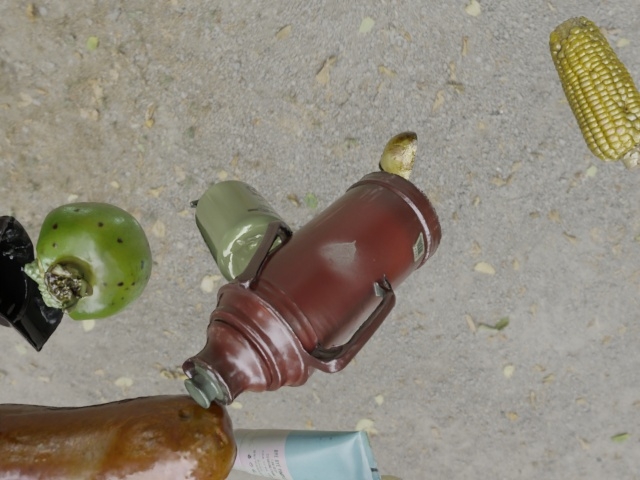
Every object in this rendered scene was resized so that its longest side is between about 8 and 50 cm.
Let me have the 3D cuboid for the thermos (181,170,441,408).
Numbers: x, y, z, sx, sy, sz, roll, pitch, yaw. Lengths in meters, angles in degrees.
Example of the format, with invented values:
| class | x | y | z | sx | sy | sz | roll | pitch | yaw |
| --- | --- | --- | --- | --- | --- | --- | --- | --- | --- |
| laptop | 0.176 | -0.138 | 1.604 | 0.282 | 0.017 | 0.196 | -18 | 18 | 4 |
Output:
| class | x | y | z | sx | sy | sz | roll | pitch | yaw |
| --- | --- | --- | --- | --- | --- | --- | --- | --- | --- |
| thermos | -0.003 | 0.040 | 0.390 | 0.124 | 0.232 | 0.099 | 16 | 132 | 37 |

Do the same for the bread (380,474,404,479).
| class | x | y | z | sx | sy | sz | roll | pitch | yaw |
| --- | --- | --- | --- | --- | --- | --- | --- | --- | --- |
| bread | 0.131 | 0.452 | 0.691 | 0.251 | 0.182 | 0.039 | 42 | 138 | 21 |

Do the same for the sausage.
| class | x | y | z | sx | sy | sz | roll | pitch | yaw |
| --- | --- | --- | --- | --- | --- | --- | --- | --- | --- |
| sausage | -0.210 | 0.146 | 0.359 | 0.302 | 0.076 | 0.103 | 6 | 131 | -4 |

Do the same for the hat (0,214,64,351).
| class | x | y | z | sx | sy | sz | roll | pitch | yaw |
| --- | --- | --- | --- | --- | --- | --- | --- | --- | --- |
| hat | -0.779 | 0.124 | 1.215 | 0.209 | 0.238 | 0.336 | -12 | 113 | 1 |

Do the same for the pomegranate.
| class | x | y | z | sx | sy | sz | roll | pitch | yaw |
| --- | --- | --- | --- | --- | --- | --- | --- | --- | --- |
| pomegranate | -0.489 | 0.053 | 1.091 | 0.260 | 0.341 | 0.260 | -4 | 108 | -13 |

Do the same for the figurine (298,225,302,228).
| class | x | y | z | sx | sy | sz | roll | pitch | yaw |
| --- | --- | --- | --- | --- | --- | --- | --- | --- | --- |
| figurine | 0.004 | 0.004 | 1.479 | 0.178 | 0.144 | 0.114 | -43 | 117 | 2 |

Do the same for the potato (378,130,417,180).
| class | x | y | z | sx | sy | sz | roll | pitch | yaw |
| --- | --- | --- | --- | --- | --- | --- | --- | --- | --- |
| potato | 0.173 | -0.200 | 1.150 | 0.066 | 0.096 | 0.103 | 1 | 134 | -9 |

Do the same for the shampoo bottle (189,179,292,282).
| class | x | y | z | sx | sy | sz | roll | pitch | yaw |
| --- | --- | --- | --- | --- | --- | --- | --- | --- | --- |
| shampoo bottle | -0.087 | -0.017 | 0.543 | 0.079 | 0.162 | 0.079 | -11 | 119 | -21 |

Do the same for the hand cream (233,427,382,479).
| class | x | y | z | sx | sy | sz | roll | pitch | yaw |
| --- | --- | --- | --- | --- | --- | --- | --- | --- | --- |
| hand cream | -0.032 | 0.330 | 0.796 | 0.312 | 0.070 | 0.111 | -12 | 94 | 40 |

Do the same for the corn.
| class | x | y | z | sx | sy | sz | roll | pitch | yaw |
| --- | --- | --- | --- | --- | --- | --- | --- | --- | --- |
| corn | 0.577 | -0.303 | 1.068 | 0.130 | 0.130 | 0.347 | -24 | 75 | 19 |
